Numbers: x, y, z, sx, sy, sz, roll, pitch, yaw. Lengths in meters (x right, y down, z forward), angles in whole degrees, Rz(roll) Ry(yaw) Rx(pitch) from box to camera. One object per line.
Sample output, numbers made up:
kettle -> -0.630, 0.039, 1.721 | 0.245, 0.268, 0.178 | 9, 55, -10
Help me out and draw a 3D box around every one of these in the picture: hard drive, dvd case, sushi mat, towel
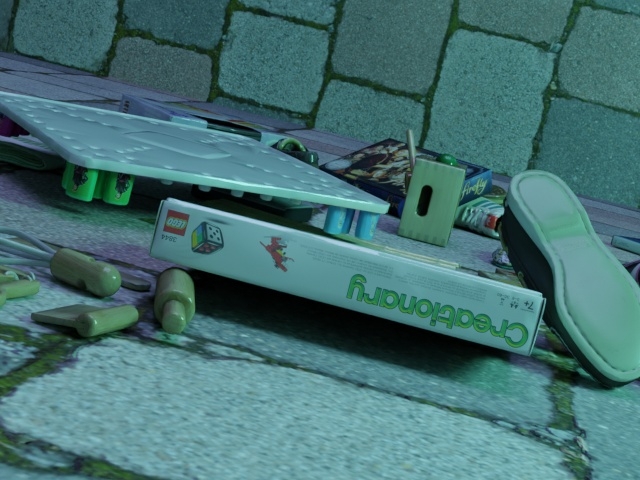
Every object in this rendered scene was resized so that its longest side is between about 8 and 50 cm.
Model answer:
hard drive -> -0.089, -0.051, 1.505 | 0.135, 0.022, 0.094 | 16, 9, 20
dvd case -> 0.680, 0.039, 2.095 | 0.180, 0.022, 0.253 | 7, 11, -42
sushi mat -> 0.000, 0.000, 1.333 | 0.317, 0.019, 0.151 | 16, 8, 16
towel -> -0.405, -0.144, 1.566 | 0.248, 0.038, 0.325 | 16, 9, 12

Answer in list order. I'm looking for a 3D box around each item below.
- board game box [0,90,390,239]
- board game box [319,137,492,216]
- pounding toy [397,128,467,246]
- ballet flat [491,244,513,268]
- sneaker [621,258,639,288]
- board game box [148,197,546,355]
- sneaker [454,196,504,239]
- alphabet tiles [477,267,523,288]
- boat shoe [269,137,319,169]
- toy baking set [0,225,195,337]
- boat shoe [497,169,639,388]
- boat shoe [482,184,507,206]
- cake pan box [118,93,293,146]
board game box -> -0.176, -0.094, 1.392 | 0.390, 0.050, 0.390 | 7, 13, -32
board game box -> 0.136, -0.101, 1.887 | 0.165, 0.042, 0.243 | -24, 30, -33
pounding toy -> 0.150, -0.077, 1.640 | 0.100, 0.141, 0.130 | 14, 9, 7
ballet flat -> 0.257, 0.013, 1.571 | 0.041, 0.041, 0.114 | 16, 9, 15
sneaker -> 0.458, 0.050, 1.556 | 0.178, 0.072, 0.077 | 14, -4, -39
board game box -> 0.026, 0.031, 0.972 | 0.305, 0.053, 0.193 | 14, -1, 6
sneaker -> 0.262, -0.038, 1.831 | 0.161, 0.057, 0.075 | 19, 4, 15
alphabet tiles -> 0.304, 0.073, 1.364 | 0.198, 0.009, 0.237 | 11, 10, -16
boat shoe -> -0.050, -0.133, 1.905 | 0.080, 0.073, 0.223 | 10, 10, -23
toy baking set -> -0.188, 0.022, 0.871 | 0.197, 0.030, 0.256 | 13, 9, -5
boat shoe -> 0.224, 0.041, 1.032 | 0.081, 0.068, 0.227 | -7, 53, -17
boat shoe -> 0.219, -0.062, 1.924 | 0.178, 0.060, 0.064 | 5, 26, -1
cake pan box -> -0.211, -0.195, 2.090 | 0.246, 0.070, 0.267 | 6, 12, -29
